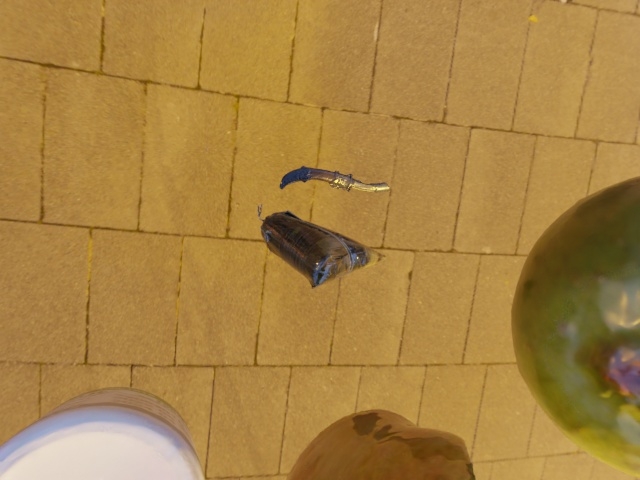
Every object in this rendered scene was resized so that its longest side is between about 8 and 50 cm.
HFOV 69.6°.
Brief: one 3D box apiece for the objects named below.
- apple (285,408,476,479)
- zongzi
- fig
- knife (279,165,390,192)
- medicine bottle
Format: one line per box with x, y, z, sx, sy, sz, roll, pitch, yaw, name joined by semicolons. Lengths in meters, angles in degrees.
0.073;0.346;0.432;0.252;0.314;0.309;-15;94;-35;apple
0.000;0.000;0.833;0.184;0.187;0.084;-12;131;-46;zongzi
0.335;0.055;0.419;0.326;0.258;0.258;-22;107;-33;fig
0.032;-0.114;0.868;0.222;0.021;0.046;1;108;-18;knife
-0.162;0.181;0.349;0.139;0.237;0.139;3;79;-17;medicine bottle
